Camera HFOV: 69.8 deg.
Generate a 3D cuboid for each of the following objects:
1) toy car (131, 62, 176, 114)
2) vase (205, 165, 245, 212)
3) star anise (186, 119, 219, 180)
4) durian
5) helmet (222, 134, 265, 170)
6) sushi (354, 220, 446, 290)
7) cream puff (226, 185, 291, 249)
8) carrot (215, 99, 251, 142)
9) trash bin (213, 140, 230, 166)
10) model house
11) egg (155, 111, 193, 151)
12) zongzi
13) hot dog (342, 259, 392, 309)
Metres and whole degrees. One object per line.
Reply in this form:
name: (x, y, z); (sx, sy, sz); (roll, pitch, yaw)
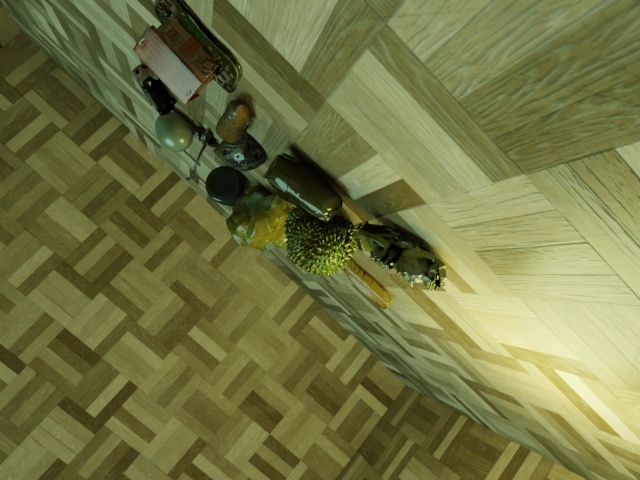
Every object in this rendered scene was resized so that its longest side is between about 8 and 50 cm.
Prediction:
toy car: (-0.663, -0.598, 1.829); (0.108, 0.089, 0.210); (36, 164, 22)
vase: (-0.431, -0.224, 2.226); (0.173, 0.173, 0.321); (39, 171, 11)
star anise: (-0.540, -0.372, 1.958); (0.148, 0.227, 0.218); (35, 178, -2)
durian: (0.000, 0.003, 1.546); (0.291, 0.225, 0.291); (20, -161, -7)
helmet: (-0.287, -0.311, 1.652); (0.153, 0.107, 0.177); (53, 163, -30)
sushi: (0.230, 0.052, 1.317); (0.290, 0.131, 0.139); (25, 159, 26)
cream puff: (-0.249, -0.065, 1.977); (0.323, 0.274, 0.270); (28, 152, 54)
carrot: (-0.264, -0.375, 1.413); (0.102, 0.102, 0.263); (44, 165, -10)
trash bin: (-0.385, -0.353, 1.885); (0.043, 0.061, 0.092); (22, 159, 53)
model house: (-0.375, -0.491, 1.228); (0.294, 0.154, 0.207); (46, 167, -14)
egg: (-0.641, -0.479, 2.004); (0.209, 0.151, 0.151); (51, 172, 25)
zongzi: (-0.041, -0.148, 1.486); (0.260, 0.123, 0.289); (36, 176, 9)
hot dog: (0.190, 0.175, 1.943); (0.289, 0.068, 0.083); (45, 144, 2)
